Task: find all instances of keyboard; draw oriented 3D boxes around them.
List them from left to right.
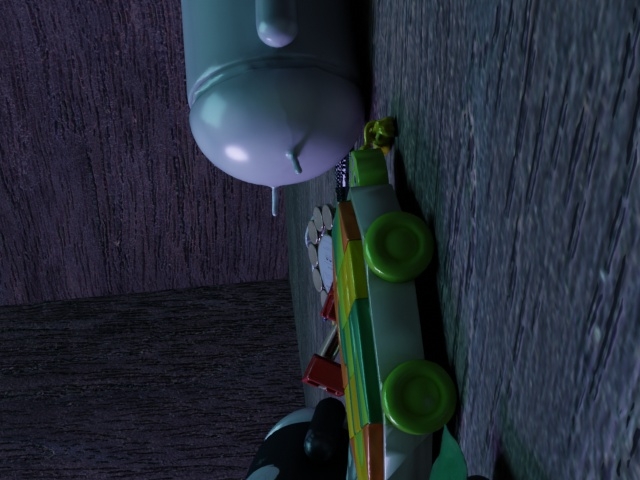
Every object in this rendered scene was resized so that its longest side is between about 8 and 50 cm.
[{"bbox_3d":[0.020,-0.119,1.263,0.192,0.038,0.100,90,173,-47],"label":"keyboard"}]

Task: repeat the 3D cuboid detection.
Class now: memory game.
[{"bbox_3d":[0.020,0.038,1.303,0.186,0.012,0.186,169,90,-70],"label":"memory game"}]

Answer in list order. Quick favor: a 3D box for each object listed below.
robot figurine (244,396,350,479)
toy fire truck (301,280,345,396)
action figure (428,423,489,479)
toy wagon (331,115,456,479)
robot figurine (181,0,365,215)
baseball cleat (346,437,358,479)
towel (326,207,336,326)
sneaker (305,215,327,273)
[{"bbox_3d":[-0.010,0.319,1.097,0.173,0.209,0.278,47,-157,-8],"label":"robot figurine"},{"bbox_3d":[0.022,0.104,1.068,0.192,0.047,0.135,148,144,-85],"label":"toy fire truck"},{"bbox_3d":[0.094,0.218,0.502,0.232,0.063,0.137,-96,4,-72],"label":"action figure"},{"bbox_3d":[0.052,0.056,0.835,0.267,0.068,0.345,101,163,-74],"label":"toy wagon"},{"bbox_3d":[-0.056,-0.214,1.062,0.300,0.199,0.354,95,169,-71],"label":"robot figurine"},{"bbox_3d":[0.063,0.233,1.004,0.109,0.072,0.206,-42,-43,-87],"label":"baseball cleat"},{"bbox_3d":[0.024,0.065,1.452,0.237,0.021,0.102,86,179,-45],"label":"towel"},{"bbox_3d":[0.000,0.000,1.584,0.152,0.053,0.061,88,177,-46],"label":"sneaker"}]
